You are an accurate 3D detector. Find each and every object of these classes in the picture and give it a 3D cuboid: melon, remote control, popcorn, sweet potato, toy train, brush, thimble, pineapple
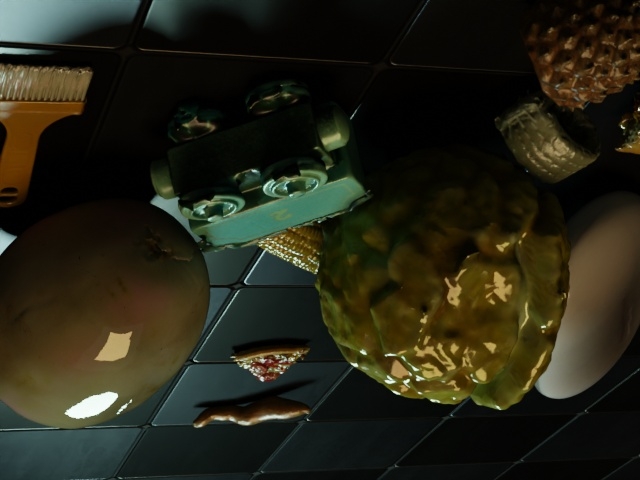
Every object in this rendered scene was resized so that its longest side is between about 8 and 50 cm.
[{"bbox_3d":[-0.247,0.078,1.627,0.223,0.223,0.317,8,149,-32],"label":"melon"},{"bbox_3d":[0.327,0.070,1.853,0.221,0.103,0.332,-47,150,-18],"label":"remote control"},{"bbox_3d":[0.134,0.030,1.600,0.282,0.247,0.282,-2,118,-3],"label":"popcorn"},{"bbox_3d":[-0.101,0.256,2.264,0.179,0.044,0.044,-6,156,9],"label":"sweet potato"},{"bbox_3d":[-0.057,-0.072,1.516,0.203,0.112,0.163,-16,160,15],"label":"toy train"},{"bbox_3d":[-0.292,-0.097,1.490,0.103,0.013,0.272,0,154,-19],"label":"brush"},{"bbox_3d":[0.233,-0.110,1.561,0.062,0.084,0.110,-32,130,32],"label":"thimble"},{"bbox_3d":[0.323,-0.203,1.350,0.277,0.130,0.119,-22,164,22],"label":"pineapple"}]

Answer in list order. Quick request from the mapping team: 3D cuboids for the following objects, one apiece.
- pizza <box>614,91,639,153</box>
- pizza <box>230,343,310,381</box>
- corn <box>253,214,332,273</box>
[{"bbox_3d":[0.380,-0.134,1.599,0.161,0.062,0.182,-28,155,20],"label":"pizza"},{"bbox_3d":[-0.061,0.166,2.103,0.099,0.029,0.100,-18,154,16],"label":"pizza"},{"bbox_3d":[0.000,0.000,1.719,0.080,0.080,0.238,-26,151,31],"label":"corn"}]
